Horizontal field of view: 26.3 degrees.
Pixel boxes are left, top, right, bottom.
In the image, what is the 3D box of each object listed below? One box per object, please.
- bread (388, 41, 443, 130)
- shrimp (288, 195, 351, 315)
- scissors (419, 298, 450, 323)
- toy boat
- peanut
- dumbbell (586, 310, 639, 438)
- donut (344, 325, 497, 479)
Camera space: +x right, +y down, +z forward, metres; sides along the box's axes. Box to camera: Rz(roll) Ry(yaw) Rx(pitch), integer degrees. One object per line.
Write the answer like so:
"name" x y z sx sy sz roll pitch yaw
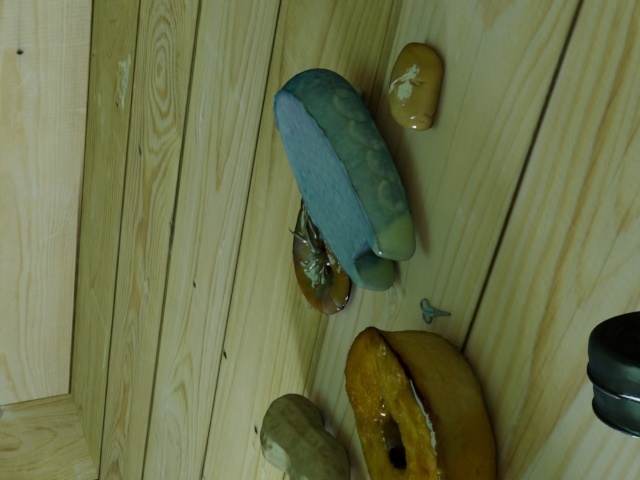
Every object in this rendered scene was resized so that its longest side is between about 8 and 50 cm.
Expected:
"bread" 0.118 -0.199 1.779 0.082 0.056 0.115 -123 32 -45
"shrimp" 0.000 0.000 2.149 0.150 0.068 0.248 13 116 54
"scissors" 0.156 0.098 1.860 0.083 0.006 0.036 -175 76 -68
"toy boat" 0.053 -0.099 1.950 0.330 0.123 0.215 62 161 18
"peanut" -0.027 0.353 2.258 0.256 0.124 0.123 -125 34 -53
"dumbbell" 0.330 0.219 1.229 0.185 0.185 0.388 -150 55 -63
"donut" 0.136 0.254 1.833 0.303 0.110 0.302 169 90 -69
